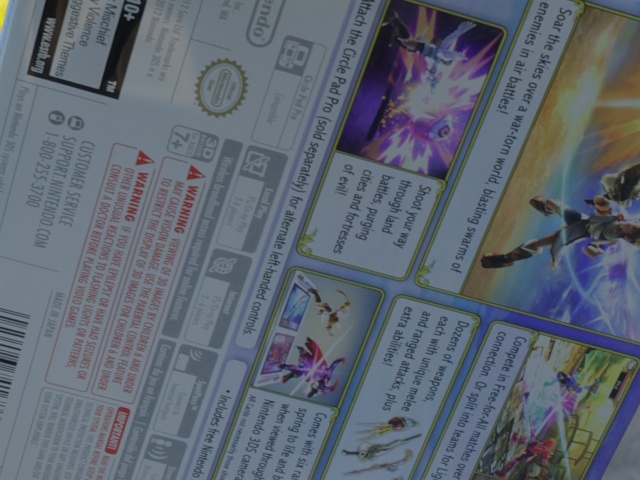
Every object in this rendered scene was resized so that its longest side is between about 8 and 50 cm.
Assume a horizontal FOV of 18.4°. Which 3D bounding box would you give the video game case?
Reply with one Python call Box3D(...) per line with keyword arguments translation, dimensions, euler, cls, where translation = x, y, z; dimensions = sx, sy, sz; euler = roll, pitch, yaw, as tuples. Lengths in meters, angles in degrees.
Box3D(translation=(0.000, 0.000, 0.679), dimensions=(0.061, 0.244, 0.270), euler=(-86, 15, -57), cls="video game case")
